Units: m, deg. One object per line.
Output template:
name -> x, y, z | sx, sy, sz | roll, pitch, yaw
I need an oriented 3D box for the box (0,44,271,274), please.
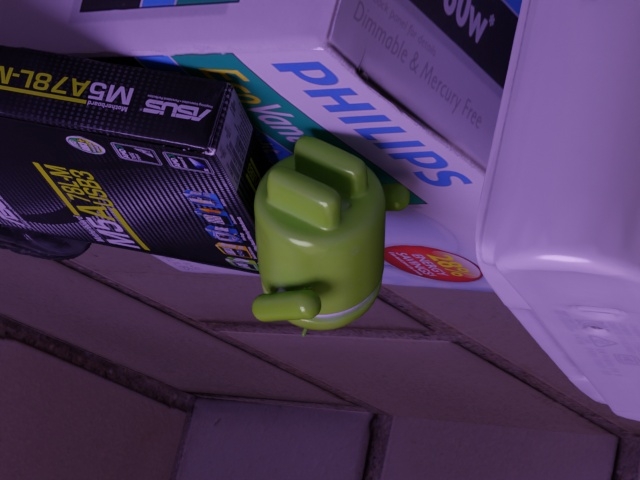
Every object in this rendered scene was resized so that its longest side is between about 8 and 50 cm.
box -> -0.118, -0.042, 0.806 | 0.184, 0.045, 0.191 | 9, 161, 12

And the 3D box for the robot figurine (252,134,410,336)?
robot figurine -> 0.000, 0.000, 0.777 | 0.067, 0.101, 0.115 | 24, 144, 20

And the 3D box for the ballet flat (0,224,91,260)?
ballet flat -> -0.225, -0.025, 0.941 | 0.173, 0.057, 0.049 | 22, 170, -19

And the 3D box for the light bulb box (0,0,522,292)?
light bulb box -> -0.021, -0.130, 0.917 | 0.361, 0.225, 0.358 | 3, 161, 36

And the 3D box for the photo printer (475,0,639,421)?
photo printer -> 0.179, -0.084, 0.753 | 0.107, 0.308, 0.256 | 4, 159, 26
